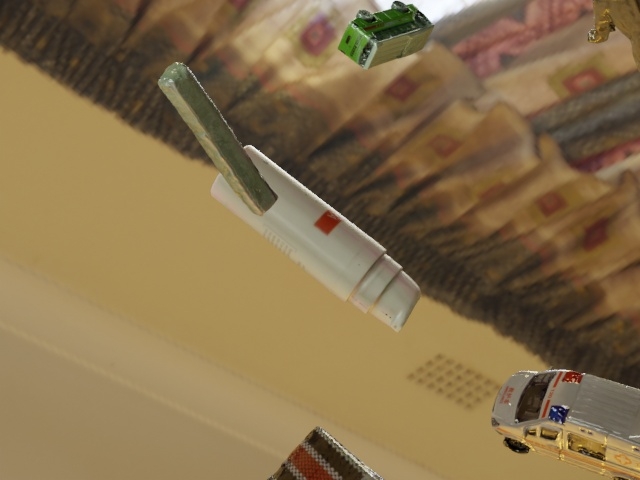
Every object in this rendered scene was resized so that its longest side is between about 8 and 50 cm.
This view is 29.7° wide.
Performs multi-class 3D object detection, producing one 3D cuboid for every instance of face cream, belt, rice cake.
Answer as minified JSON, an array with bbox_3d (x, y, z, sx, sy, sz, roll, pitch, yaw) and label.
[{"bbox_3d":[0.000,0.000,1.770,0.346,0.102,0.102,38,-148,6],"label":"face cream"},{"bbox_3d":[0.043,0.264,1.126,0.126,0.094,0.359,33,177,-17],"label":"belt"},{"bbox_3d":[-0.107,-0.105,1.301,0.033,0.033,0.207,-50,-52,-23],"label":"rice cake"}]

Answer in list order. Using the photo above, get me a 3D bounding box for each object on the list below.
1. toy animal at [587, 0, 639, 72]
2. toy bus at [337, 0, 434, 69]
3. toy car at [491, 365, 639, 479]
[{"bbox_3d":[0.292,-0.198,1.124,0.219,0.069,0.086,55,174,-24],"label":"toy animal"},{"bbox_3d":[0.050,-0.154,0.902,0.037,0.031,0.083,42,-140,20],"label":"toy bus"},{"bbox_3d":[0.281,0.191,1.292,0.089,0.210,0.108,-62,-27,-24],"label":"toy car"}]
